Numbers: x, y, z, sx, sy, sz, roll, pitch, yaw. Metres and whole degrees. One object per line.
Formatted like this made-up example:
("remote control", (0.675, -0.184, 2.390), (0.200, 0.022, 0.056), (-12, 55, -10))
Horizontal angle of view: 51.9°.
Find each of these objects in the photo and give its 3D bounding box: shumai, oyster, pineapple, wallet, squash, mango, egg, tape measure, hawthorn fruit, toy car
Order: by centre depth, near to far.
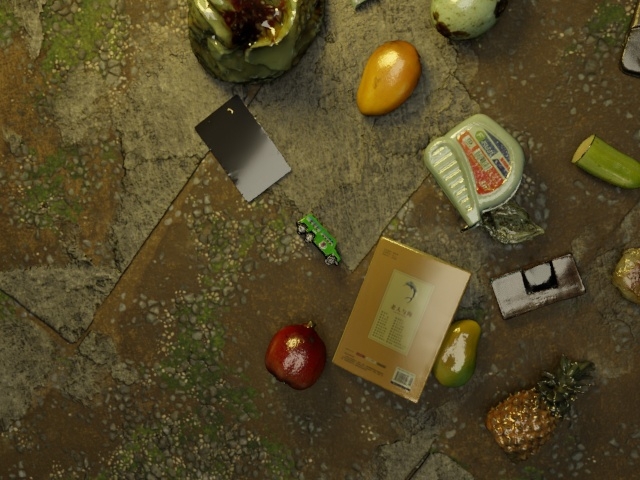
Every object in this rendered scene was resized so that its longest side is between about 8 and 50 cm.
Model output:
("shumai", (-0.199, -0.587, 1.641), (0.396, 0.348, 0.394), (1, 96, 11))
("egg", (0.384, -0.607, 1.661), (0.231, 0.169, 0.169), (-38, 90, -6))
("wallet", (0.880, -0.564, 1.672), (0.165, 0.042, 0.309), (16, 96, 3))
("squash", (0.754, -0.190, 1.695), (0.188, 0.095, 0.095), (31, 97, 0))
("tape measure", (0.404, -0.182, 1.706), (0.246, 0.125, 0.243), (-34, 79, 9))
("mango", (0.177, -0.421, 1.732), (0.145, 0.112, 0.219), (35, 109, 2))
("pineapple", (0.598, 0.431, 1.737), (0.340, 0.169, 0.169), (-40, 90, 1))
("oyster", (0.498, -0.047, 1.751), (0.177, 0.064, 0.125), (43, 84, 11))
("wallet", (0.581, 0.123, 1.762), (0.230, 0.042, 0.124), (-20, 95, 9))
("mango", (0.364, 0.304, 1.784), (0.122, 0.085, 0.190), (9, 87, 21))
("hawthorn fruit", (-0.058, 0.307, 1.793), (0.169, 0.169, 0.188), (34, 86, 3))
("toy car", (0.000, 0.000, 1.804), (0.062, 0.071, 0.165), (-43, 89, -6))

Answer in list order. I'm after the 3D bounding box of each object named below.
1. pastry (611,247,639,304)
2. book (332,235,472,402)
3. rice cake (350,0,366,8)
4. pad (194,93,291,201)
("pastry", (0.839, 0.093, 1.711), (0.154, 0.081, 0.153), (0, 91, 7))
("book", (0.215, 0.212, 1.785), (0.269, 0.032, 0.388), (24, 97, 18))
("rice cake", (0.170, -0.706, 1.738), (0.226, 0.040, 0.085), (-27, 91, 8))
("pad", (-0.217, -0.257, 1.837), (0.160, 0.009, 0.265), (-36, 89, 8))
